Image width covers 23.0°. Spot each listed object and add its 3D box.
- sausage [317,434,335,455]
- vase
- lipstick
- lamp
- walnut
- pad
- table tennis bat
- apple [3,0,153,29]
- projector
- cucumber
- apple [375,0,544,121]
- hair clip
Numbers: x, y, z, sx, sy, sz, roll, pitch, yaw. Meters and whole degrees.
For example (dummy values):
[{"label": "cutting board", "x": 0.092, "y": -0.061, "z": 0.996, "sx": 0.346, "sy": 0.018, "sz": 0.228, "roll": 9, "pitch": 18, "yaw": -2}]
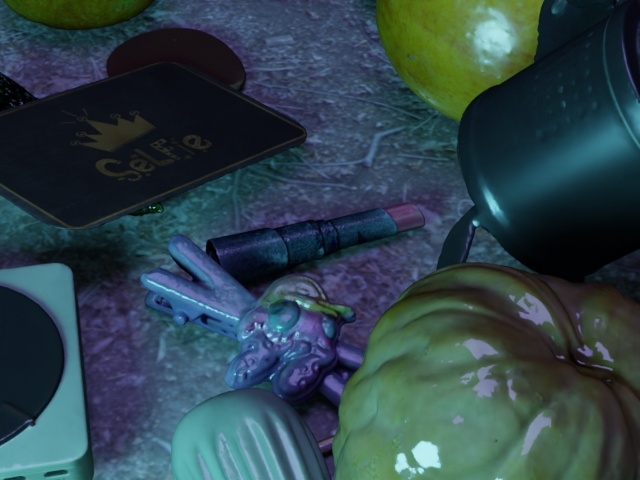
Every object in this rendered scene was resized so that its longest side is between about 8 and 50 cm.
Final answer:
[{"label": "sausage", "x": -0.006, "y": 0.193, "z": 1.443, "sx": 0.100, "sy": 0.015, "sz": 0.015, "roll": -19, "pitch": 45, "yaw": -19}, {"label": "vase", "x": -0.036, "y": 0.245, "z": 1.314, "sx": 0.128, "sy": 0.128, "sz": 0.248, "roll": -17, "pitch": 54, "yaw": -17}, {"label": "lipstick", "x": 0.000, "y": 0.000, "z": 1.633, "sx": 0.234, "sy": 0.053, "sz": 0.053, "roll": -13, "pitch": 44, "yaw": -16}, {"label": "lamp", "x": 0.272, "y": -0.086, "z": 1.434, "sx": 0.272, "sy": 0.205, "sz": 0.374, "roll": -9, "pitch": 62, "yaw": 54}, {"label": "walnut", "x": 0.148, "y": 0.155, "z": 1.291, "sx": 0.285, "sy": 0.285, "sz": 0.296, "roll": 32, "pitch": 39, "yaw": 31}, {"label": "pad", "x": -0.181, "y": -0.120, "z": 1.664, "sx": 0.315, "sy": 0.063, "sz": 0.375, "roll": 30, "pitch": 37, "yaw": 30}, {"label": "table tennis bat", "x": -0.151, "y": -0.178, "z": 1.850, "sx": 0.154, "sy": 0.021, "sz": 0.274, "roll": -22, "pitch": 44, "yaw": -21}, {"label": "apple", "x": -0.304, "y": -0.373, "z": 1.929, "sx": 0.237, "sy": 0.207, "sz": 0.237, "roll": 1, "pitch": 44, "yaw": -1}, {"label": "projector", "x": -0.348, "y": 0.143, "z": 1.460, "sx": 0.257, "sy": 0.079, "sz": 0.259, "roll": -8, "pitch": 43, "yaw": -6}, {"label": "cucumber", "x": -0.283, "y": -0.101, "z": 1.731, "sx": 0.300, "sy": 0.072, "sz": 0.072, "roll": 31, "pitch": 52, "yaw": 31}, {"label": "apple", "x": 0.216, "y": -0.259, "z": 1.738, "sx": 0.299, "sy": 0.299, "sz": 0.275, "roll": -30, "pitch": 57, "yaw": -27}, {"label": "hair clip", "x": -0.066, "y": 0.084, "z": 1.511, "sx": 0.278, "sy": 0.090, "sz": 0.137, "roll": 23, "pitch": 56, "yaw": 25}]
